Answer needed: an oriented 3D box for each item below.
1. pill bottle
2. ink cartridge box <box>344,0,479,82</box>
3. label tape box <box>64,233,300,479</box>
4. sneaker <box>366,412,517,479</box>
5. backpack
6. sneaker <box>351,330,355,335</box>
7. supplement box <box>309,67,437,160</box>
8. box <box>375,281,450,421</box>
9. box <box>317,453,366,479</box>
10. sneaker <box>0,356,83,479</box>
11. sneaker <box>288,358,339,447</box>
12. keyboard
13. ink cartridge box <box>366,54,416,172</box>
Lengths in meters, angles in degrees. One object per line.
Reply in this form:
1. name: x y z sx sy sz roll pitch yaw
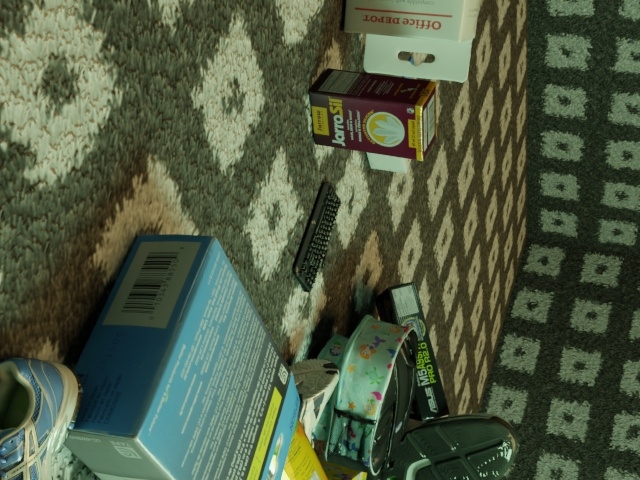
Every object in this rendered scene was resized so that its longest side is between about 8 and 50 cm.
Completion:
1. pill bottle: -0.061 0.349 1.281 0.136 0.136 0.245 -55 130 -49
2. ink cartridge box: 0.157 -0.442 1.484 0.119 0.207 0.353 -35 132 -65
3. label tape box: -0.142 0.196 1.041 0.347 0.115 0.249 69 30 -47
4. sneaker: 0.237 0.414 1.872 0.169 0.447 0.257 55 37 -4
5. backpack: 0.084 0.265 1.647 0.225 0.191 0.253 -44 150 -60
6. sneaker: 0.112 0.315 1.858 0.107 0.118 0.279 -55 148 -47
7. supplement box: 0.085 -0.202 1.433 0.081 0.188 0.104 -58 151 -44
8. box: 0.184 0.230 1.841 0.216 0.060 0.270 115 -38 -80
9. box: 0.013 0.448 1.675 0.179 0.105 0.043 3 96 -69
10. sneaker: -0.284 0.204 0.805 0.081 0.080 0.211 48 44 -57
11. sneaker: -0.041 0.311 1.480 0.235 0.094 0.153 -53 149 -51
12. keyboard: 0.000 0.000 1.544 0.108 0.023 0.180 63 42 -59
13. ink cartridge box: 0.133 -0.240 1.705 0.190 0.082 0.139 65 40 -56
